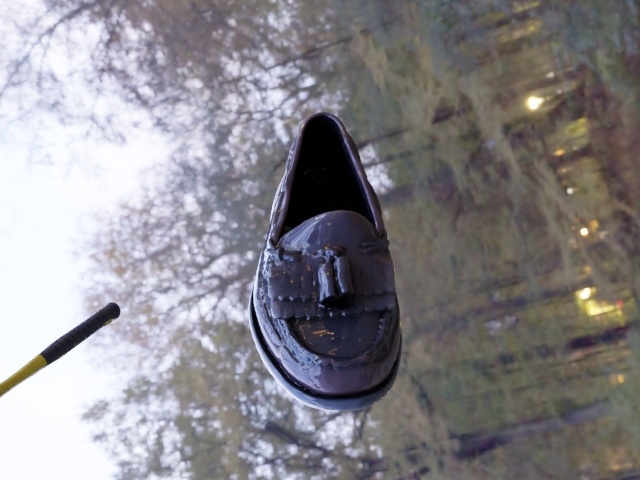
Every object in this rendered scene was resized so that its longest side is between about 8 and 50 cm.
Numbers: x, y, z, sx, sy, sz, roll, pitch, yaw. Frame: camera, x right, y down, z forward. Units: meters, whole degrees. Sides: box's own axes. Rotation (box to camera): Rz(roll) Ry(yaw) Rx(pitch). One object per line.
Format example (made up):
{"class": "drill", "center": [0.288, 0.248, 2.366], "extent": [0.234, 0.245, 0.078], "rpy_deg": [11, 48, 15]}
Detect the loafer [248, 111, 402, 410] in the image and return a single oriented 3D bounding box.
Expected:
{"class": "loafer", "center": [0.000, 0.000, 0.723], "extent": [0.302, 0.109, 0.095], "rpy_deg": [-96, 5, -60]}

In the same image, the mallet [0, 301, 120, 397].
{"class": "mallet", "center": [-0.206, 0.088, 0.702], "extent": [0.039, 0.062, 0.189], "rpy_deg": [45, -137, 3]}
